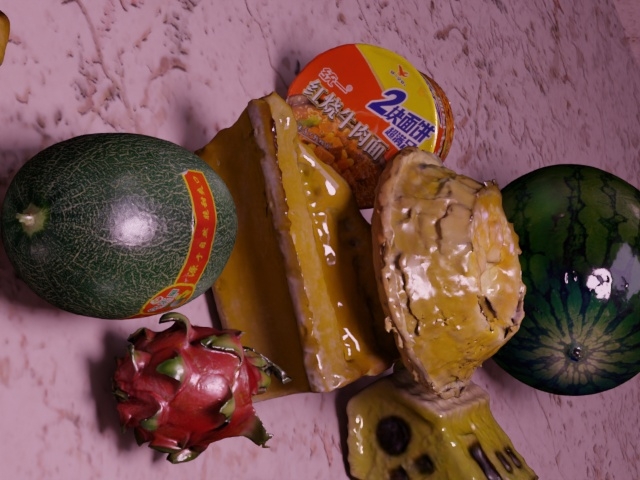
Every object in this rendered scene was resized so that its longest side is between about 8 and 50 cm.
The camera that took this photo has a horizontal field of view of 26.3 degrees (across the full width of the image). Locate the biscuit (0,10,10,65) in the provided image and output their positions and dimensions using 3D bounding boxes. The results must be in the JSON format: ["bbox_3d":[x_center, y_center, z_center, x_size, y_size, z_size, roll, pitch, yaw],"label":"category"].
[{"bbox_3d":[-0.358,-0.177,1.233,0.174,0.039,0.183,45,42,-44],"label":"biscuit"}]

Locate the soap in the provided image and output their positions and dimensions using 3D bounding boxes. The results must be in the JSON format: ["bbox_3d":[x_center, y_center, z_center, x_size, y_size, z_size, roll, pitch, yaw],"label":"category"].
[{"bbox_3d":[0.000,0.000,1.626,0.304,0.169,0.338,-11,89,-61],"label":"soap"}]

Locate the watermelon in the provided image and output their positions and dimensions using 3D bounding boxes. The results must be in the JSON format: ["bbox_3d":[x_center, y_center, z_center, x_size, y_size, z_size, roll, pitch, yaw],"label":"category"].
[{"bbox_3d":[0.376,0.058,2.068,0.363,0.363,0.363,31,52,-50],"label":"watermelon"}]

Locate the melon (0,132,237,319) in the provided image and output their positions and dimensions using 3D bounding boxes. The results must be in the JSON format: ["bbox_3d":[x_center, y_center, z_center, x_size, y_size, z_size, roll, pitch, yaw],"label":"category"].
[{"bbox_3d":[-0.192,-0.013,1.295,0.288,0.182,0.182,1,77,-58],"label":"melon"}]

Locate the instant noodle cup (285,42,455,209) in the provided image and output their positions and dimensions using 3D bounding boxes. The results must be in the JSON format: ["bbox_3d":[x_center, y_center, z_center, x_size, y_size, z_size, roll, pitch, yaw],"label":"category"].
[{"bbox_3d":[0.075,-0.149,1.796,0.174,0.213,0.213,-12,88,-69],"label":"instant noodle cup"}]

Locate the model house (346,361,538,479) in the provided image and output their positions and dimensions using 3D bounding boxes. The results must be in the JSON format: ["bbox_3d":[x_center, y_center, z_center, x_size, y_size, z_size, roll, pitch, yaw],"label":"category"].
[{"bbox_3d":[0.132,0.266,1.756,0.234,0.175,0.193,56,25,15],"label":"model house"}]

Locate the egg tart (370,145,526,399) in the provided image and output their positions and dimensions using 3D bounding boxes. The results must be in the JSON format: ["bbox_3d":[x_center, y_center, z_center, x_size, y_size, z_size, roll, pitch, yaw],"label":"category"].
[{"bbox_3d":[0.162,0.033,1.603,0.315,0.120,0.315,32,54,-58],"label":"egg tart"}]

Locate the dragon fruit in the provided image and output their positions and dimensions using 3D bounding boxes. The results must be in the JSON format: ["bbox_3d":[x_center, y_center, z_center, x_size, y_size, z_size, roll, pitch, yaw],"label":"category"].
[{"bbox_3d":[-0.111,0.152,1.395,0.236,0.135,0.137,19,57,-48],"label":"dragon fruit"}]
